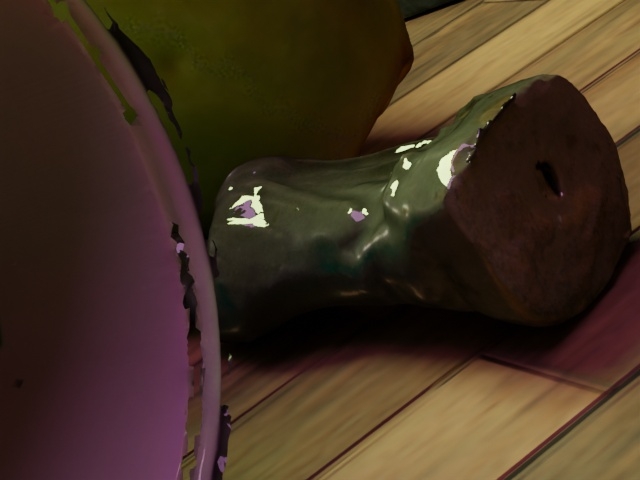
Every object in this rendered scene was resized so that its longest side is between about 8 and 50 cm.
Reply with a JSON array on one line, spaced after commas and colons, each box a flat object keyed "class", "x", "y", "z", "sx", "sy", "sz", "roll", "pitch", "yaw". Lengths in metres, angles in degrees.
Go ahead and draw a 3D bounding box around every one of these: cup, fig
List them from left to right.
[{"class": "cup", "x": -0.202, "y": 0.039, "z": 0.433, "sx": 0.274, "sy": 0.253, "sz": 0.253, "roll": -16, "pitch": 21, "yaw": 45}, {"class": "fig", "x": -0.117, "y": -0.113, "z": 0.641, "sx": 0.326, "sy": 0.258, "sz": 0.258, "roll": 19, "pitch": 36, "yaw": 14}]

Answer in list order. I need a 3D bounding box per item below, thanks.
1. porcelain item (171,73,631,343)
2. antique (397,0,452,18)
[{"class": "porcelain item", "x": 0.000, "y": 0.000, "z": 0.526, "sx": 0.216, "sy": 0.069, "sz": 0.081, "roll": -12, "pitch": 28, "yaw": 46}, {"class": "antique", "x": 0.075, "y": -0.191, "z": 0.860, "sx": 0.183, "sy": 0.088, "sz": 0.086, "roll": -18, "pitch": 21, "yaw": 26}]
